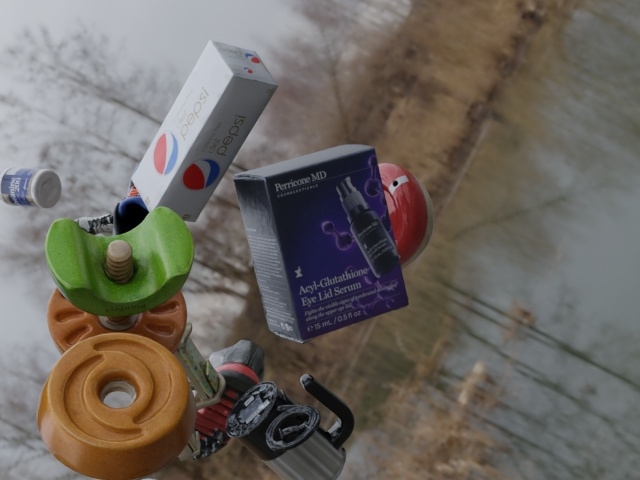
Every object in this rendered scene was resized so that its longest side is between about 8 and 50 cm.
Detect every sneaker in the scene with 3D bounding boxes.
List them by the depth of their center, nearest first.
[{"bbox_3d":[-0.220,-0.034,1.522,0.221,0.083,0.087,-94,-10,-47],"label":"sneaker"},{"bbox_3d":[-0.304,-0.025,1.648,0.037,0.032,0.083,-34,-17,36],"label":"sneaker"},{"bbox_3d":[-0.165,0.257,1.966,0.276,0.098,0.135,-52,12,43],"label":"sneaker"}]

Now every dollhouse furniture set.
[{"bbox_3d":[-0.181,0.164,1.597,0.101,0.182,0.161,-22,34,7],"label":"dollhouse furniture set"}]

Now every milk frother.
[{"bbox_3d":[-0.024,0.248,1.442,0.129,0.135,0.143,-37,25,18],"label":"milk frother"}]

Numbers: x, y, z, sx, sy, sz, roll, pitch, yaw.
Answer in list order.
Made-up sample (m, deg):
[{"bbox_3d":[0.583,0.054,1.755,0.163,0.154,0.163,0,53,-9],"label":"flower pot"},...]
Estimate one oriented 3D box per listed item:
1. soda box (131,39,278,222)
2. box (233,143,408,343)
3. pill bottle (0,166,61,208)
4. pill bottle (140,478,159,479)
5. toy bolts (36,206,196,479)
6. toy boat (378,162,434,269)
[{"bbox_3d":[-0.140,-0.126,1.417,0.216,0.069,0.074,-56,47,28],"label":"soda box"},{"bbox_3d":[0.000,0.000,1.455,0.108,0.153,0.207,10,116,65],"label":"box"},{"bbox_3d":[-0.505,-0.091,2.032,0.067,0.120,0.067,-13,-75,-57],"label":"pill bottle"},{"bbox_3d":[-0.147,0.281,1.164,0.086,0.152,0.086,-30,-56,-58],"label":"pill bottle"},{"bbox_3d":[-0.197,0.102,0.830,0.158,0.229,0.218,103,157,-48],"label":"toy bolts"},{"bbox_3d":[0.047,-0.016,1.727,0.231,0.151,0.151,-42,-34,19],"label":"toy boat"}]
